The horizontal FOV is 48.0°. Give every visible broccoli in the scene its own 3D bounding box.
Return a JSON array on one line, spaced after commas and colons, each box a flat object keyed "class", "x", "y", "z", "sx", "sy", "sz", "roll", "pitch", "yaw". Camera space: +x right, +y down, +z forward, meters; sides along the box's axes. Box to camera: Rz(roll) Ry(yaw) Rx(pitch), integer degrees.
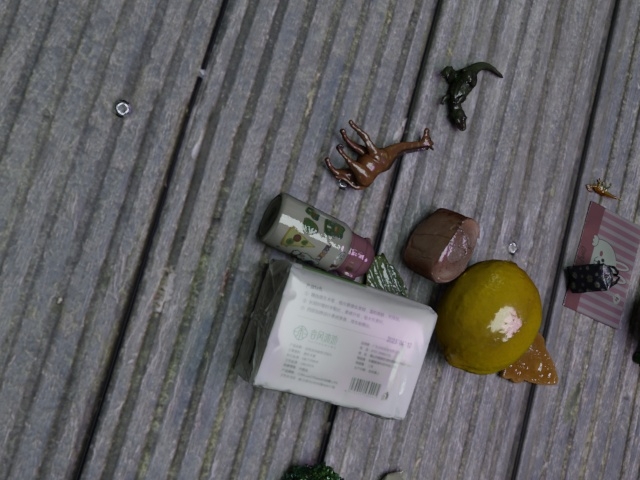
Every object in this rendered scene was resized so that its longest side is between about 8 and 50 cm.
[{"class": "broccoli", "x": 0.002, "y": 0.590, "z": 1.518, "sx": 0.194, "sy": 0.194, "sz": 0.219, "roll": 29, "pitch": 53, "yaw": -19}]

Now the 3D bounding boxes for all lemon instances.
[{"class": "lemon", "x": 0.385, "y": 0.174, "z": 1.651, "sx": 0.236, "sy": 0.236, "sz": 0.263, "roll": 36, "pitch": 102, "yaw": -17}]

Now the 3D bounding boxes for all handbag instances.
[{"class": "handbag", "x": 0.726, "y": 0.096, "z": 1.862, "sx": 0.139, "sy": 0.115, "sz": 0.072, "roll": -1, "pitch": 83, "yaw": -38}]

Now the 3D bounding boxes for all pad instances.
[{"class": "pad", "x": 0.765, "y": 0.067, "z": 1.934, "sx": 0.202, "sy": 0.005, "sz": 0.299, "roll": 23, "pitch": 79, "yaw": -20}]

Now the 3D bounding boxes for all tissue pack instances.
[{"class": "tissue pack", "x": 0.033, "y": 0.211, "z": 1.513, "sx": 0.357, "sy": 0.194, "sz": 0.266, "roll": 19, "pitch": 86, "yaw": -20}]

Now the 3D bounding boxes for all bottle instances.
[{"class": "bottle", "x": 0.000, "y": 0.000, "z": 1.555, "sx": 0.253, "sy": 0.120, "sz": 0.120, "roll": 27, "pitch": 78, "yaw": -19}]

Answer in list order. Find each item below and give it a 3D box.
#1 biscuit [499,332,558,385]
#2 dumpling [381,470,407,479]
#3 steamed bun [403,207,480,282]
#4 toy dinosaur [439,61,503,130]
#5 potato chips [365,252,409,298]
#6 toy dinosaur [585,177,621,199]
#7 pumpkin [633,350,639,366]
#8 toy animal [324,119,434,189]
[{"class": "biscuit", "x": 0.507, "y": 0.287, "z": 1.800, "sx": 0.250, "sy": 0.035, "sz": 0.162, "roll": 39, "pitch": 79, "yaw": -16}, {"class": "dumpling", "x": 0.164, "y": 0.560, "z": 1.642, "sx": 0.052, "sy": 0.057, "sz": 0.076, "roll": 18, "pitch": 48, "yaw": 14}, {"class": "steamed bun", "x": 0.280, "y": 0.013, "z": 1.659, "sx": 0.106, "sy": 0.145, "sz": 0.175, "roll": 40, "pitch": 81, "yaw": -32}, {"class": "toy dinosaur", "x": 0.361, "y": -0.363, "z": 1.782, "sx": 0.179, "sy": 0.087, "sz": 0.187, "roll": 10, "pitch": 100, "yaw": -58}, {"class": "potato chips", "x": 0.164, "y": 0.132, "z": 1.668, "sx": 0.092, "sy": 0.028, "sz": 0.207, "roll": -29, "pitch": 97, "yaw": -20}, {"class": "toy dinosaur", "x": 0.766, "y": -0.139, "z": 1.933, "sx": 0.113, "sy": 0.026, "sz": 0.041, "roll": 16, "pitch": 88, "yaw": -12}, {"class": "pumpkin", "x": 0.944, "y": 0.265, "z": 1.900, "sx": 0.248, "sy": 0.248, "sz": 0.248, "roll": 1, "pitch": 87, "yaw": -23}, {"class": "toy animal", "x": 0.142, "y": -0.205, "z": 1.653, "sx": 0.230, "sy": 0.066, "sz": 0.224, "roll": 31, "pitch": 80, "yaw": -25}]
